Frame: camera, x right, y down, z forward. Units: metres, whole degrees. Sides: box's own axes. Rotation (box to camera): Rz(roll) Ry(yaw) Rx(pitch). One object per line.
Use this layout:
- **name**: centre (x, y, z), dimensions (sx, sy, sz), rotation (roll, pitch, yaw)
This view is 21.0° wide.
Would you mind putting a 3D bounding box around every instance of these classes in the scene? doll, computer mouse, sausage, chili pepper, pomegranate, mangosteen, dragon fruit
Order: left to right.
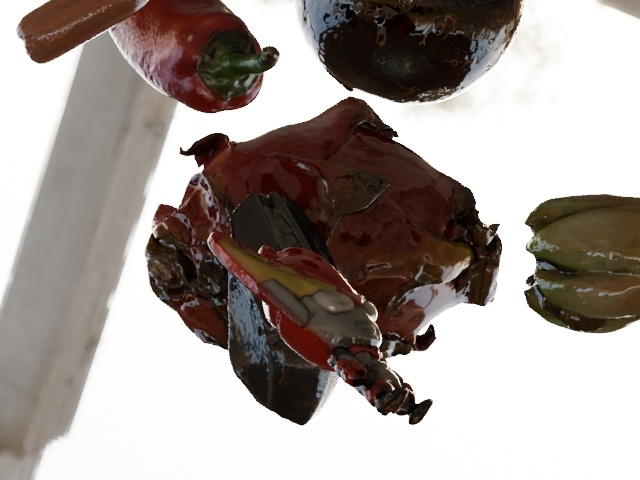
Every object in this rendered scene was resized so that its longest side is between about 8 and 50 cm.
- **sausage**: centre (-0.145, -0.138, 1.049), dimensions (0.034, 0.083, 0.034), rotation (59, 179, 2)
- **chili pepper**: centre (-0.133, -0.200, 1.322), dimensions (0.092, 0.137, 0.368), rotation (-30, -125, -17)
- **computer mouse**: centre (-0.024, 0.054, 1.385), dimensions (0.106, 0.192, 0.062), rotation (-9, 180, -45)
- **dragon fruit**: centre (0.004, -0.001, 1.559), dimensions (0.315, 0.250, 0.250), rotation (-12, -155, 4)
- **doll**: centre (0.005, 0.056, 1.094), dimensions (0.109, 0.057, 0.169), rotation (18, -152, -48)
- **mangosteen**: centre (0.106, -0.315, 2.097), dimensions (0.311, 0.311, 0.311), rotation (17, -156, -8)
- **pomegranate**: centre (0.243, -0.011, 0.949), dimensions (0.190, 0.241, 0.159), rotation (29, -133, -53)
